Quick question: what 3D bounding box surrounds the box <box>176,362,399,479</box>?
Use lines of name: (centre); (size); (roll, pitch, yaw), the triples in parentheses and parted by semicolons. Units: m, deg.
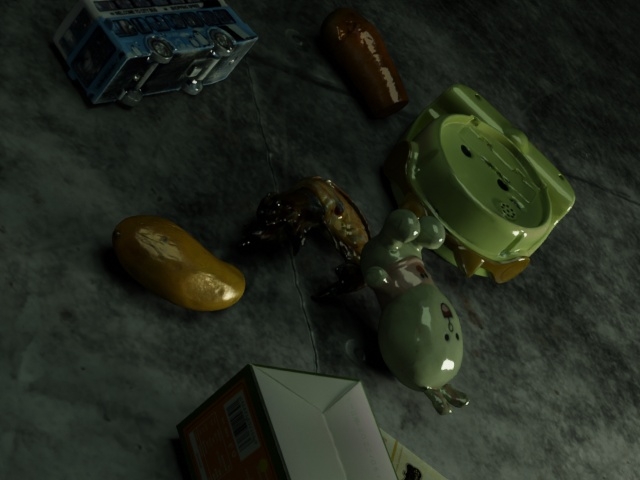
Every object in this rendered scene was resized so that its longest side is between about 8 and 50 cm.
box: (-0.030, 0.258, 1.527); (0.178, 0.148, 0.194); (13, 45, -45)

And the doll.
doll: (0.122, 0.098, 1.882); (0.155, 0.113, 0.274); (-4, 81, -58)

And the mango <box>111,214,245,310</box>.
mango: (-0.169, 0.031, 1.687); (0.190, 0.075, 0.098); (32, 41, -31)

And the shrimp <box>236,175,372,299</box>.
shrimp: (-0.006, 0.005, 1.905); (0.178, 0.075, 0.289); (51, 21, 4)

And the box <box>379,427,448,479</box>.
box: (0.096, 0.291, 1.739); (0.167, 0.024, 0.090); (39, 34, -11)

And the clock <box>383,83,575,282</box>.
clock: (0.240, -0.077, 2.202); (0.286, 0.117, 0.348); (44, 34, -2)

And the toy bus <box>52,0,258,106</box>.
toy bus: (-0.219, -0.269, 1.925); (0.131, 0.106, 0.297); (52, 32, 13)

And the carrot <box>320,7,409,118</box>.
carrot: (0.075, -0.289, 2.281); (0.087, 0.087, 0.193); (-15, 65, -53)
